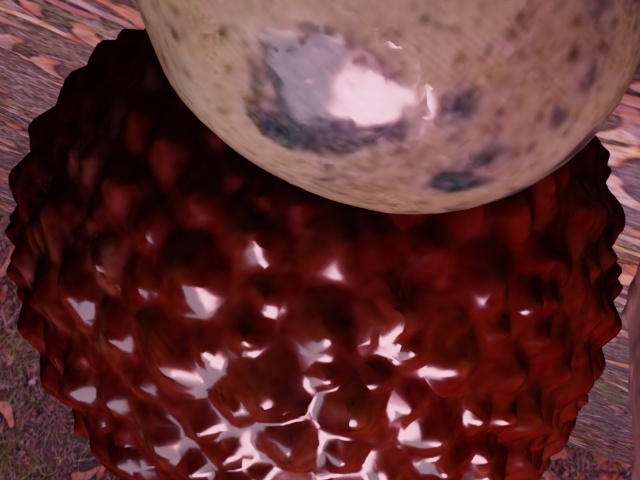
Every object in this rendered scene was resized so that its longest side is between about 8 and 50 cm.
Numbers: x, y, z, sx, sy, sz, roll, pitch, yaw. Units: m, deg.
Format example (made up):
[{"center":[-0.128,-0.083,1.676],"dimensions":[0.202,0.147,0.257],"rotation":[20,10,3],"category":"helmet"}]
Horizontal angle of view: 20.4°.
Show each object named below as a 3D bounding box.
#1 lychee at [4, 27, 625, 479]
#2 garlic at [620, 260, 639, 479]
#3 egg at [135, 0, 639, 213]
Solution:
[{"center":[0.000,0.000,0.753],"dimensions":[0.264,0.300,0.264],"rotation":[-13,-169,3],"category":"lychee"},{"center":[0.288,0.104,0.701],"dimensions":[0.340,0.231,0.246],"rotation":[21,-174,-25],"category":"garlic"},{"center":[0.014,-0.084,0.497],"dimensions":[0.141,0.141,0.182],"rotation":[13,161,45],"category":"egg"}]
